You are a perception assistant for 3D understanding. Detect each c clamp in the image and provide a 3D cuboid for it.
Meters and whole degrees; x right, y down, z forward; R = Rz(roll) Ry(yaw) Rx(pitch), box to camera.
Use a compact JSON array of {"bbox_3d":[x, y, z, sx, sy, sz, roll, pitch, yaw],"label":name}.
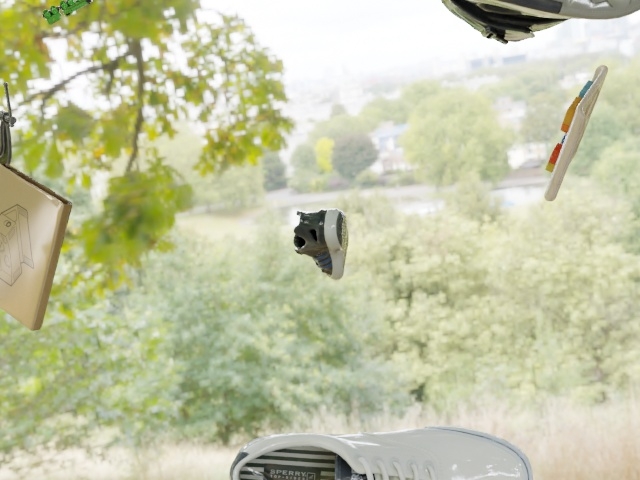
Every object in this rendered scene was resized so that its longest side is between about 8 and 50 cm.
[{"bbox_3d":[-0.505,-0.182,1.387,0.022,0.137,0.160,-17,23,-41],"label":"c clamp"}]

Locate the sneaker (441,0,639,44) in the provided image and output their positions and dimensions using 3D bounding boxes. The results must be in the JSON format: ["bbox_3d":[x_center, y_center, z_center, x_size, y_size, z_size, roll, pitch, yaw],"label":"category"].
[{"bbox_3d":[0.057,-0.169,0.496,0.226,0.086,0.163,17,14,-3],"label":"sneaker"}]

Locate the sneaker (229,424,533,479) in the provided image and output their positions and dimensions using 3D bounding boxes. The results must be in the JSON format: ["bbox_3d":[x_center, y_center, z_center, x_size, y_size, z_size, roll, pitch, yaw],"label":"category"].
[{"bbox_3d":[0.048,0.204,0.748,0.258,0.094,0.091,-3,-7,6],"label":"sneaker"}]

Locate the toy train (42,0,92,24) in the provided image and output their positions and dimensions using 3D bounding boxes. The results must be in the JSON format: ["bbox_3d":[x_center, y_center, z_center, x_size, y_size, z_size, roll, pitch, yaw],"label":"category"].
[{"bbox_3d":[-0.391,-0.361,1.392,0.083,0.024,0.017,-30,43,-7],"label":"toy train"}]

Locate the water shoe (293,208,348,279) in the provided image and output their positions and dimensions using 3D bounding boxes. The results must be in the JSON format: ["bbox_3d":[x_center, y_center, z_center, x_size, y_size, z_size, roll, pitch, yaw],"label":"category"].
[{"bbox_3d":[0.000,0.000,1.387,0.080,0.073,0.203,7,-24,6],"label":"water shoe"}]

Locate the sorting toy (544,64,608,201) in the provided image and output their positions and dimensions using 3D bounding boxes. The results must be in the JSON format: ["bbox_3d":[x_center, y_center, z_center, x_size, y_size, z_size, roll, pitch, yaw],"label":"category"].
[{"bbox_3d":[0.453,-0.196,1.618,0.038,0.193,0.208,22,42,14],"label":"sorting toy"}]

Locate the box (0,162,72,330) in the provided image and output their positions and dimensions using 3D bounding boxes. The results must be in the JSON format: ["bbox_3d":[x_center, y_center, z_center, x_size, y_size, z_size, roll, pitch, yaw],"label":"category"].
[{"bbox_3d":[-0.444,0.007,1.320,0.164,0.201,0.021,27,18,30],"label":"box"}]
